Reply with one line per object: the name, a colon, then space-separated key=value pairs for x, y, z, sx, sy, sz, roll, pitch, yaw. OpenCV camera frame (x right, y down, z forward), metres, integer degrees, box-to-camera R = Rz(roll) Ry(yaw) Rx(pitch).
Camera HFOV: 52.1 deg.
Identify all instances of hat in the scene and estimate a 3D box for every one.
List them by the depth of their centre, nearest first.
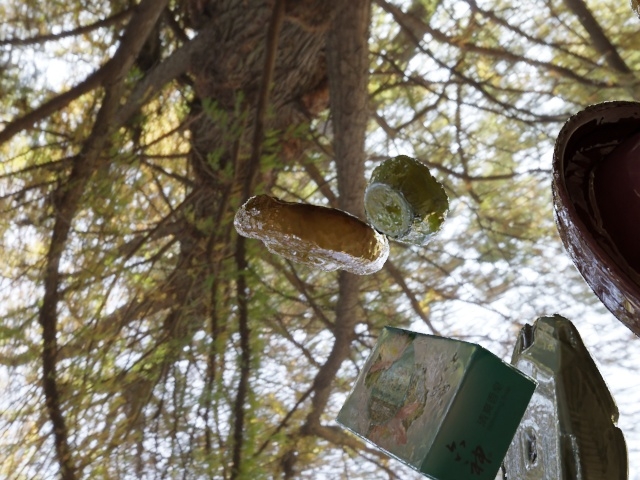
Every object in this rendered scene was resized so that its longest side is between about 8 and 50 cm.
hat: x=0.210 y=-0.011 z=0.308 sx=0.205 sy=0.089 sz=0.205 roll=10 pitch=-135 yaw=-10

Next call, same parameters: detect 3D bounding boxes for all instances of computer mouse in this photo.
computer mouse: x=0.408 y=0.338 z=1.087 sx=0.145 sy=0.228 sz=0.429 roll=7 pitch=-115 yaw=-9

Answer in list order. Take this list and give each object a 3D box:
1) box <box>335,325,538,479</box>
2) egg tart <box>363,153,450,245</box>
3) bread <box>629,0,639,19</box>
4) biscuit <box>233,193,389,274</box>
box: x=0.129 y=0.198 z=0.797 sx=0.092 sy=0.245 sz=0.153 roll=33 pitch=-103 yaw=-15
egg tart: x=0.153 y=-0.067 z=1.276 sx=0.078 sy=0.197 sz=0.197 roll=-30 pitch=-95 yaw=-36
bread: x=0.494 y=-0.358 z=0.928 sx=0.154 sy=0.136 sz=0.054 roll=-16 pitch=-63 yaw=-3
biscuit: x=0.000 y=0.001 z=1.113 sx=0.274 sy=0.213 sz=0.091 roll=24 pitch=-100 yaw=-40
